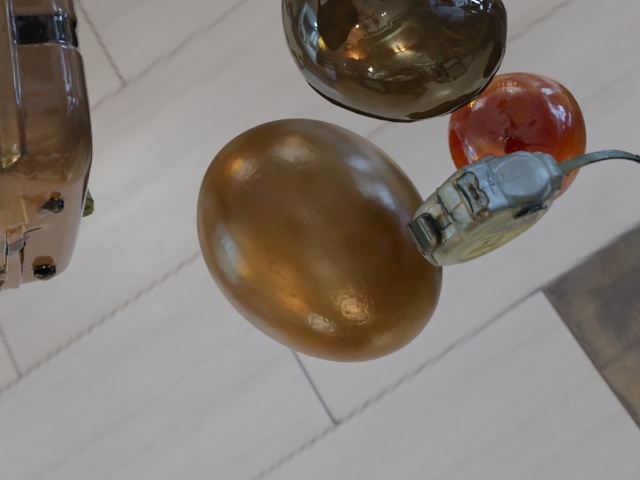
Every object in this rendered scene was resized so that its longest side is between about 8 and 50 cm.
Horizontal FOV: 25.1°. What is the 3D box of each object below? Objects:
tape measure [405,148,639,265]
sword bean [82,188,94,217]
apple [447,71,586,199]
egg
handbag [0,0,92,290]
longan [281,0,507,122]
[{"bbox_3d":[0.225,-0.052,1.514,0.164,0.330,0.084,-33,78,44],"label":"tape measure"},{"bbox_3d":[-0.347,-0.116,1.839,0.043,0.038,0.269,-58,43,18],"label":"sword bean"},{"bbox_3d":[0.228,-0.113,1.666,0.163,0.163,0.139,-17,58,16],"label":"apple"},{"bbox_3d":[0.000,0.000,1.861,0.351,0.282,0.282,43,87,16],"label":"egg"},{"bbox_3d":[-0.265,-0.120,1.108,0.149,0.302,0.283,-8,72,-14],"label":"handbag"},{"bbox_3d":[0.066,-0.204,1.314,0.198,0.212,0.198,-50,23,31],"label":"longan"}]
